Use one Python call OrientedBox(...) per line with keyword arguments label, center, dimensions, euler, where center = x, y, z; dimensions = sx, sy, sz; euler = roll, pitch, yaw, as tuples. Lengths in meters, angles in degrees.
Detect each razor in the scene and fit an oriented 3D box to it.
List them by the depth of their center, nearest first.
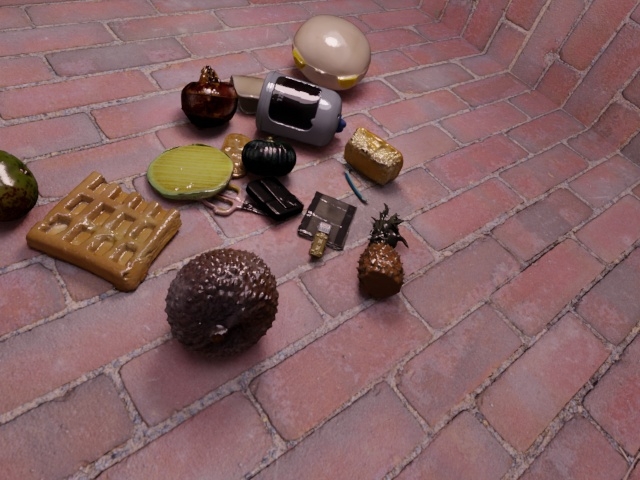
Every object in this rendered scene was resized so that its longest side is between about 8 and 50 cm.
OrientedBox(label="razor", center=(0.135, -0.222, 1.682), dimensions=(0.068, 0.037, 0.191), euler=(26, 35, -55))

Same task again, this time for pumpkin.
OrientedBox(label="pumpkin", center=(-0.188, -0.305, 1.565), dimensions=(0.201, 0.140, 0.202), euler=(2, 15, -1))

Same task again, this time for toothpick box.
OrientedBox(label="toothpick box", center=(-0.065, -0.516, 1.745), dimensions=(0.354, 0.263, 0.263), euler=(15, 49, -5))

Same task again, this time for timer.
OrientedBox(label="timer", center=(-0.160, -0.155, 1.514), dimensions=(0.187, 0.055, 0.144), euler=(44, 43, 21))

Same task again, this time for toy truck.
OrientedBox(label="toy truck", center=(0.000, 0.000, 1.427), dimensions=(0.052, 0.063, 0.123), euler=(19, 77, 0))

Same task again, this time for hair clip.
OrientedBox(label="hair clip", center=(-0.306, -0.654, 1.853), dimensions=(0.172, 0.113, 0.282), euler=(4, 50, -13))

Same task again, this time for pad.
OrientedBox(label="pad", center=(0.030, -0.076, 1.542), dimensions=(0.174, 0.022, 0.233), euler=(22, 49, 2))

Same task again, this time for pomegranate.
OrientedBox(label="pomegranate", center=(-0.942, -0.132, 1.216), dimensions=(0.248, 0.214, 0.214), euler=(-39, 66, -1))

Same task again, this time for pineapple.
OrientedBox(label="pineapple", center=(0.214, 0.013, 1.434), dimensions=(0.165, 0.166, 0.365), euler=(17, 48, -2))

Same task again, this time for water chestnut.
OrientedBox(label="water chestnut", center=(-0.429, -0.550, 1.661), dimensions=(0.223, 0.238, 0.224), euler=(-1, 19, 0))

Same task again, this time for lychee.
OrientedBox(label="lychee", center=(-0.256, 0.152, 1.111), dimensions=(0.300, 0.300, 0.300), euler=(8, 50, -10))

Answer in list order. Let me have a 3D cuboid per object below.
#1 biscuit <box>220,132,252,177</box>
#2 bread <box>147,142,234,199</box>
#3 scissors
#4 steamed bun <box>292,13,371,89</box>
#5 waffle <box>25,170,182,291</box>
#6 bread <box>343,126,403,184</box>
OrientedBox(label="biscuit", center=(-0.323, -0.328, 1.639), dimensions=(0.118, 0.029, 0.247), euler=(11, 50, -8))
OrientedBox(label="bread", center=(-0.453, -0.245, 1.509), dimensions=(0.301, 0.045, 0.301), euler=(3, 48, -4))
OrientedBox(label="scissors", center=(-0.269, -0.128, 1.496), dimensions=(0.317, 0.024, 0.160), euler=(19, 49, -1))
OrientedBox(label="steamed bun", center=(0.051, -0.872, 2.004), dimensions=(0.373, 0.334, 0.334), euler=(23, 49, 2))
OrientedBox(label="waffle", center=(-0.633, -0.033, 1.283), dimensions=(0.348, 0.077, 0.304), euler=(23, 51, 3))
OrientedBox(label="bread", center=(0.208, -0.330, 1.708), dimensions=(0.245, 0.174, 0.121), euler=(35, 71, 14))
